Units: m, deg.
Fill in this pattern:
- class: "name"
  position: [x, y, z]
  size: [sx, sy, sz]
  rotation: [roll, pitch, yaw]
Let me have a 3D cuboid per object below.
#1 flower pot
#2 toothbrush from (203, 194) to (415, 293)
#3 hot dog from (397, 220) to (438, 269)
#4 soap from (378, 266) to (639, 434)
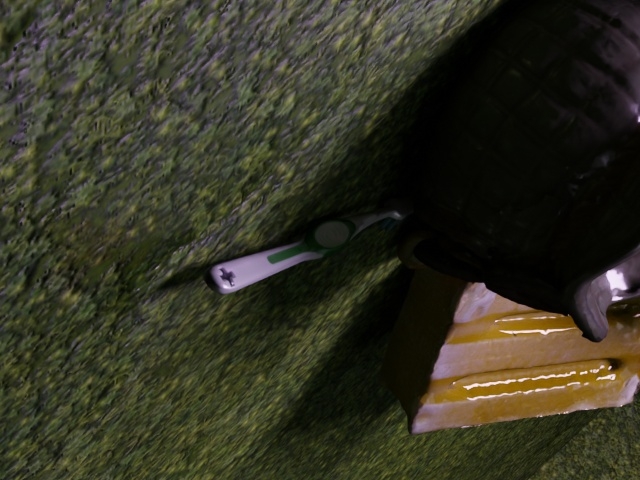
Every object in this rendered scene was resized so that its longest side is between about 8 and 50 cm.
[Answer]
- class: "flower pot"
  position: [0.224, -0.061, 1.150]
  size: [0.302, 0.213, 0.302]
  rotation: [-41, 158, -21]
- class: "toothbrush"
  position: [0.001, -0.001, 1.080]
  size: [0.304, 0.030, 0.030]
  rotation: [-20, 147, -57]
- class: "hot dog"
  position: [0.149, -0.020, 1.326]
  size: [0.066, 0.047, 0.216]
  rotation: [-15, -176, 41]
- class: "soap"
  position: [0.228, 0.092, 1.432]
  size: [0.315, 0.091, 0.199]
  rotation: [-3, 123, -30]
